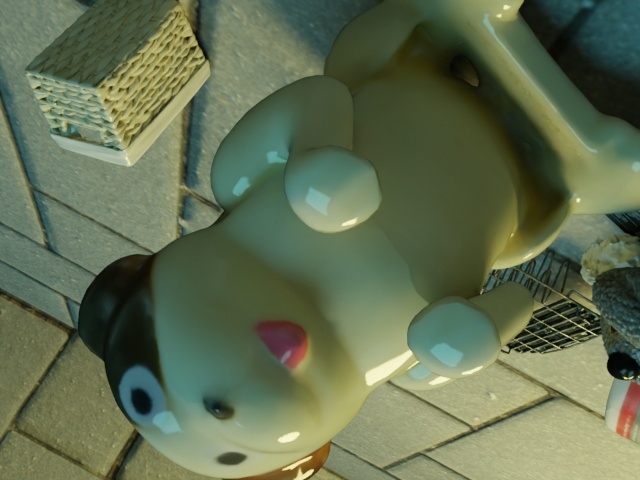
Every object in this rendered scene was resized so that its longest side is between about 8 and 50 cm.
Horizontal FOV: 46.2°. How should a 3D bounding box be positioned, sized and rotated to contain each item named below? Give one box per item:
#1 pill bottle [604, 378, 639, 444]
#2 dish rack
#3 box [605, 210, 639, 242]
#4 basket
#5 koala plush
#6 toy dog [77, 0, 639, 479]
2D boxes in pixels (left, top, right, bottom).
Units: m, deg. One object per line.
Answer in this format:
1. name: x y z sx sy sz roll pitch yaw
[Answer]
1. pill bottle: 0.451 0.178 0.747 0.283 0.161 0.161 23 155 31
2. dish rack: 0.202 0.044 0.904 0.271 0.074 0.208 31 155 -7
3. box: 0.368 -0.016 0.648 0.220 0.051 0.175 38 153 -16
4. basket: -0.215 -0.180 0.807 0.113 0.167 0.103 17 147 23
5. koala plush: 0.314 0.069 0.619 0.196 0.203 0.221 53 168 1
6. toy dog: 0.000 0.000 0.612 0.284 0.408 0.395 51 158 -20
